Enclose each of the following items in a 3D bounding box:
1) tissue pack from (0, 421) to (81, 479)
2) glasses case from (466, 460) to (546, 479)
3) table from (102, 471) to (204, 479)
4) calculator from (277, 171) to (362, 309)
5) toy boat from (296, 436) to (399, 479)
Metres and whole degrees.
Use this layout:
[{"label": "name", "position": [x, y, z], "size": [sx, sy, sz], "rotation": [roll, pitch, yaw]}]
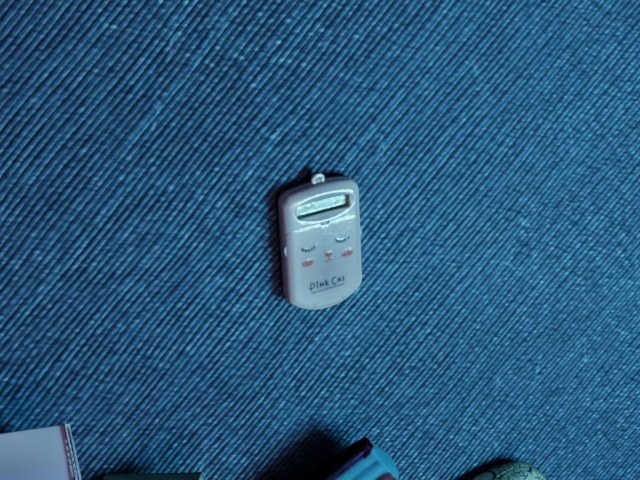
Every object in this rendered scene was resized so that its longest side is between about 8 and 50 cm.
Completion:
[{"label": "tissue pack", "position": [-0.386, 0.265, 1.482], "size": [0.246, 0.092, 0.148], "rotation": [-5, 162, -27]}, {"label": "glasses case", "position": [0.161, 0.421, 1.920], "size": [0.355, 0.085, 0.137], "rotation": [-27, 124, -14]}, {"label": "table", "position": [-0.190, 0.401, 1.645], "size": [0.122, 0.111, 0.240], "rotation": [-3, 110, 11]}, {"label": "calculator", "position": [0.000, 0.000, 1.641], "size": [0.100, 0.032, 0.175], "rotation": [-16, 121, -21]}, {"label": "toy boat", "position": [-0.072, 0.385, 1.756], "size": [0.392, 0.136, 0.079], "rotation": [-38, 104, 5]}]
